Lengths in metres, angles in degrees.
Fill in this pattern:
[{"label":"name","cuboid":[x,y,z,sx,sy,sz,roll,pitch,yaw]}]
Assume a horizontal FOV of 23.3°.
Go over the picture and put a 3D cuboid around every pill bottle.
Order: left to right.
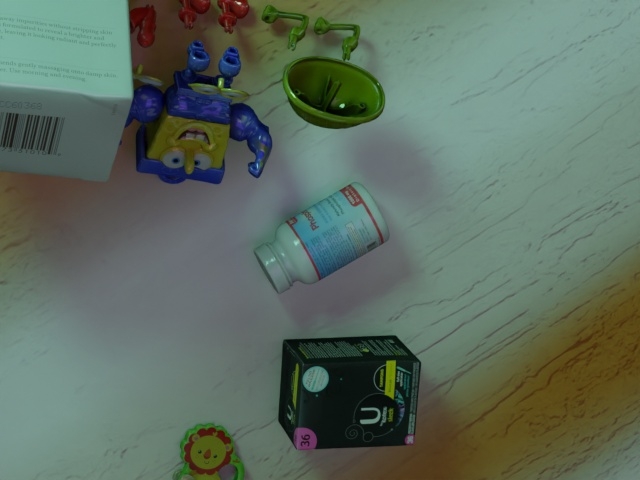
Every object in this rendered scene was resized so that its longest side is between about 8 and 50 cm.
[{"label":"pill bottle","cuboid":[0.000,0.000,1.960,0.160,0.087,0.087,-30,112,-7]}]

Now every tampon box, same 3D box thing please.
[{"label":"tampon box","cuboid":[0.036,0.197,2.020,0.161,0.101,0.120,-1,106,-16]}]

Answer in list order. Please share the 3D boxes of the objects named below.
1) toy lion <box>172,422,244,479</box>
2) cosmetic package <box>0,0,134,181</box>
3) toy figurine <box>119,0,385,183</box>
[{"label":"toy lion","cuboid":[-0.142,0.291,2.036,0.100,0.034,0.096,27,89,-22]},{"label":"cosmetic package","cuboid":[-0.318,-0.268,1.630,0.217,0.385,0.156,5,146,-17]},{"label":"toy figurine","cuboid":[-0.130,-0.158,1.875,0.362,0.191,0.217,7,133,-20]}]
